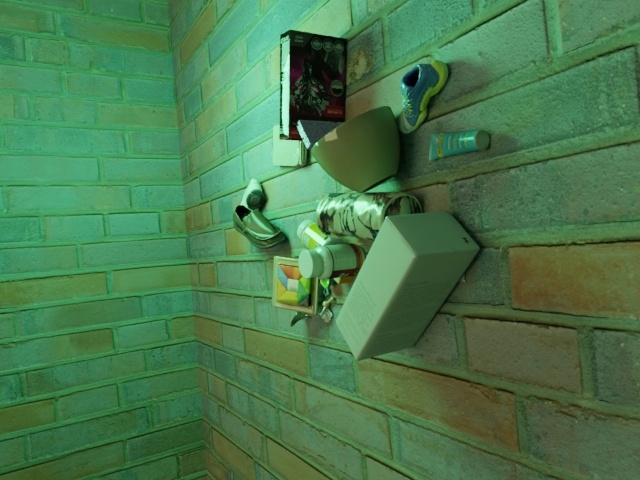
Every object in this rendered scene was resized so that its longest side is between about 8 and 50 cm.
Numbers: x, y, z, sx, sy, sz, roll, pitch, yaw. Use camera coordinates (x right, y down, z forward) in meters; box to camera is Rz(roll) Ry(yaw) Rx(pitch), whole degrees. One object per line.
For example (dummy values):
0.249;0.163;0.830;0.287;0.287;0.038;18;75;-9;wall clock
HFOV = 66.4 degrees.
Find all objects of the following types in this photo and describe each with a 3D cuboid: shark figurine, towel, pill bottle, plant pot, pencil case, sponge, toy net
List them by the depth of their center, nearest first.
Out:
0.139;-0.262;1.536;0.284;0.284;0.191;-31;87;55;plant pot
0.146;-0.069;1.619;0.410;0.159;0.184;9;98;57;pencil case
0.029;-0.370;1.722;0.031;0.209;0.117;-57;47;47;sponge
0.041;0.076;1.748;0.121;0.221;0.121;12;104;57;pill bottle
0.000;0.000;1.901;0.208;0.119;0.119;39;126;49;pill bottle
0.012;0.221;1.980;0.122;0.045;0.233;29;118;53;toy net
-0.119;0.217;2.129;0.166;0.116;0.279;29;116;55;shark figurine
-0.135;-0.417;2.133;0.282;0.049;0.187;17;106;57;towel

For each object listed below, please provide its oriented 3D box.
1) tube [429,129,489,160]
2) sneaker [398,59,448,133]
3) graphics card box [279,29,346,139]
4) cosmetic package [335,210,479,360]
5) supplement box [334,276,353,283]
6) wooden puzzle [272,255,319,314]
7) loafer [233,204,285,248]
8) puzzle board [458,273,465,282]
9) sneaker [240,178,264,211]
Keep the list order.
0.371;-0.267;1.348;0.207;0.052;0.080;9;91;63;tube
0.262;-0.419;1.421;0.091;0.126;0.240;61;140;34;sneaker
-0.029;-0.548;1.771;0.094;0.232;0.371;16;106;61;graphics card box
0.234;0.139;1.424;0.162;0.229;0.454;59;142;37;cosmetic package
0.072;0.122;1.854;0.098;0.062;0.036;43;130;46;supplement box
-0.110;0.187;2.038;0.238;0.044;0.221;7;99;31;wooden puzzle
-0.310;-0.072;2.305;0.365;0.133;0.130;24;139;40;loafer
0.367;0.076;1.425;0.128;0.011;0.097;-9;86;59;puzzle board
-0.354;-0.187;2.487;0.297;0.110;0.129;-54;32;43;sneaker
